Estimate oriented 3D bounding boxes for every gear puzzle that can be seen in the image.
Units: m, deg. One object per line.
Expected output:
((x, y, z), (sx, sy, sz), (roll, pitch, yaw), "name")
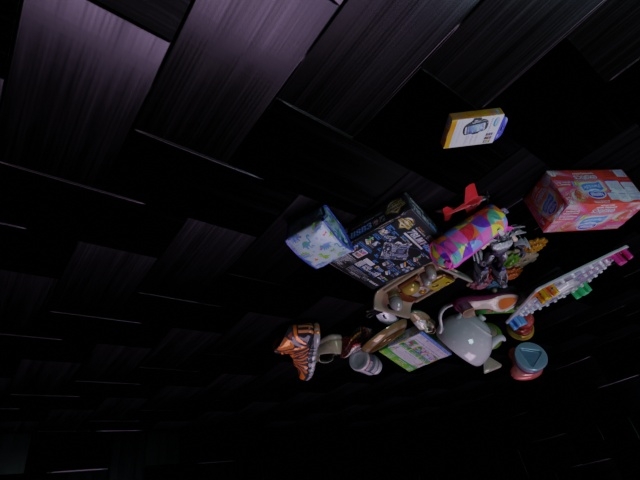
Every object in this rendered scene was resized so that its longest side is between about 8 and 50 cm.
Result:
((0.696, 0.097, 1.506), (0.175, 0.044, 0.339), (5, 142, -22), "gear puzzle")

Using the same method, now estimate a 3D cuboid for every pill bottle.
((0.225, 0.596, 2.024), (0.107, 0.108, 0.180), (-27, 143, 21), "pill bottle")

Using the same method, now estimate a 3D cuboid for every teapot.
((0.630, 0.391, 1.770), (0.187, 0.252, 0.256), (-55, 150, 8), "teapot")

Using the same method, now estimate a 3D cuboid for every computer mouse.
((0.266, 0.307, 1.684), (0.106, 0.042, 0.193), (-30, 141, 23), "computer mouse")

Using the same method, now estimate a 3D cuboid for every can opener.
((0.822, 0.191, 1.639), (0.280, 0.074, 0.093), (-35, 101, 23), "can opener")

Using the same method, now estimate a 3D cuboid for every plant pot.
((0.277, 0.413, 1.769), (0.236, 0.032, 0.236), (-29, 156, -14), "plant pot")

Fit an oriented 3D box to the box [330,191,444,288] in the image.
((0.199, 0.018, 1.230), (0.293, 0.074, 0.295), (-31, 140, 24), "box")

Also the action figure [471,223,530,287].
((0.579, 0.046, 1.360), (0.185, 0.099, 0.285), (-7, 142, 5), "action figure")

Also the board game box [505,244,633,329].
((0.949, 0.199, 1.614), (0.389, 0.050, 0.390), (-24, 151, -6), "board game box")

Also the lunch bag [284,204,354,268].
((0.000, 0.000, 1.109), (0.128, 0.096, 0.151), (-27, 120, 22), "lunch bag")

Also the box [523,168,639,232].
((0.726, -0.110, 1.150), (0.256, 0.128, 0.123), (-3, 144, -12), "box")

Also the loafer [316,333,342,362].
((0.000, 0.501, 1.837), (0.101, 0.092, 0.268), (14, 138, -31), "loafer")

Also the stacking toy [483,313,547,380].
((0.850, 0.454, 1.868), (0.279, 0.309, 0.131), (-5, 138, 9), "stacking toy")

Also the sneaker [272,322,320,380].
((-0.108, 0.452, 1.710), (0.179, 0.125, 0.321), (3, 123, -8), "sneaker")

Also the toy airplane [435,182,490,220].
((0.398, -0.098, 1.160), (0.151, 0.028, 0.151), (-8, 146, -6), "toy airplane")

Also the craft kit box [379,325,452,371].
((0.444, 0.510, 1.959), (0.246, 0.061, 0.249), (-35, 123, 26), "craft kit box")

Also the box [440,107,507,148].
((0.345, -0.251, 0.930), (0.136, 0.028, 0.081), (-9, 145, -7), "box")

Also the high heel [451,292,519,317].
((0.652, 0.237, 1.655), (0.243, 0.117, 0.082), (-20, 114, 0), "high heel")

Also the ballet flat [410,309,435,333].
((0.444, 0.354, 1.779), (0.073, 0.067, 0.206), (-30, 141, 29), "ballet flat")

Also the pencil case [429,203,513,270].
((0.417, -0.010, 1.159), (0.236, 0.104, 0.104), (-31, 148, -13), "pencil case")

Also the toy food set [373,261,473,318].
((0.367, 0.187, 1.499), (0.219, 0.093, 0.306), (21, 135, -37), "toy food set")

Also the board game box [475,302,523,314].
((0.796, 0.277, 1.798), (0.259, 0.039, 0.124), (-2, 145, -16), "board game box")

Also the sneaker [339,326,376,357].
((0.158, 0.451, 1.818), (0.092, 0.088, 0.225), (12, 141, -37), "sneaker")
